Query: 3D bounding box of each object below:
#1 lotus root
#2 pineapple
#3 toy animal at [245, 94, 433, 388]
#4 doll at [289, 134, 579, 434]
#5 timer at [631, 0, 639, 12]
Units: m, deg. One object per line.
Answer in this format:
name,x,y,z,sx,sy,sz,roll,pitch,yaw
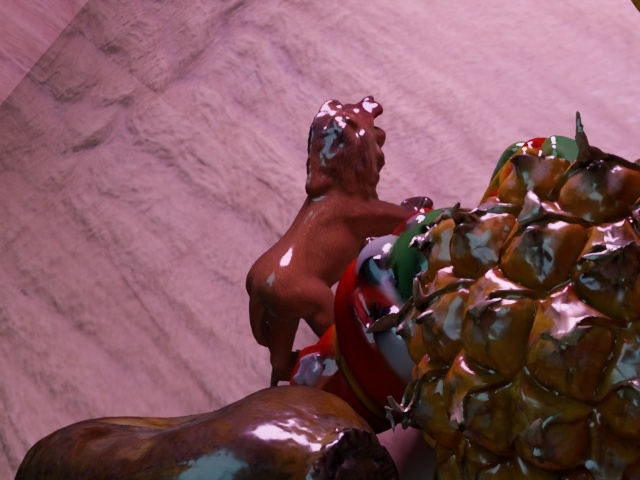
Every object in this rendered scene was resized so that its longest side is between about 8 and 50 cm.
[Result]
lotus root,-0.083,0.236,1.111,0.346,0.250,0.250,-20,42,43
pineapple,0.178,0.084,0.842,0.344,0.209,0.286,-9,43,22
toy animal,0.000,0.000,1.350,0.097,0.157,0.312,1,56,54
doll,0.103,0.064,1.142,0.363,0.160,0.182,-38,49,25
timer,0.350,-0.250,1.107,0.285,0.285,0.285,-33,35,27
